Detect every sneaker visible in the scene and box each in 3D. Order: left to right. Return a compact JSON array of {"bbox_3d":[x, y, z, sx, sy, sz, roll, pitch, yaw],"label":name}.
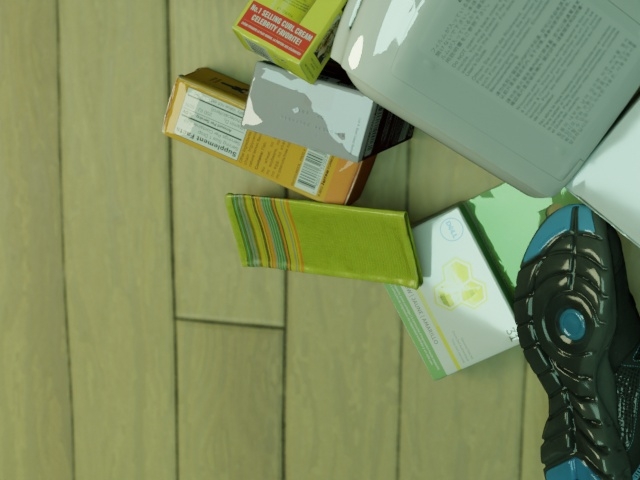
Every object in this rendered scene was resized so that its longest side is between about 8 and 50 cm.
[{"bbox_3d":[0.299,0.122,1.518,0.125,0.139,0.341,8,108,48],"label":"sneaker"}]

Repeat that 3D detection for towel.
[{"bbox_3d":[0.000,0.000,1.575,0.237,0.021,0.102,7,130,32],"label":"towel"}]

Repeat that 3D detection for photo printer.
[{"bbox_3d":[0.172,-0.206,1.337,0.307,0.107,0.256,26,103,-35],"label":"photo printer"}]

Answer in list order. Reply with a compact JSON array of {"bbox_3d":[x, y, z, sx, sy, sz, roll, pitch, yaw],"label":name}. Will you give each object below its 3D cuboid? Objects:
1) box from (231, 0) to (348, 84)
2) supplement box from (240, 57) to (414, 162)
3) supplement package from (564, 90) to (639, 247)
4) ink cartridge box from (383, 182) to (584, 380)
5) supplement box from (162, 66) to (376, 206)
[{"bbox_3d":[0.015,-0.271,1.350,0.087,0.058,0.232,32,85,18],"label":"box"},{"bbox_3d":[0.020,-0.145,1.476,0.130,0.239,0.073,18,104,12],"label":"supplement box"},{"bbox_3d":[0.419,-0.059,1.431,0.262,0.145,0.204,40,109,4],"label":"supplement package"},{"bbox_3d":[0.194,0.032,1.564,0.235,0.056,0.171,-26,93,21],"label":"ink cartridge box"},{"bbox_3d":[-0.057,-0.117,1.591,0.233,0.078,0.080,26,110,10],"label":"supplement box"}]
